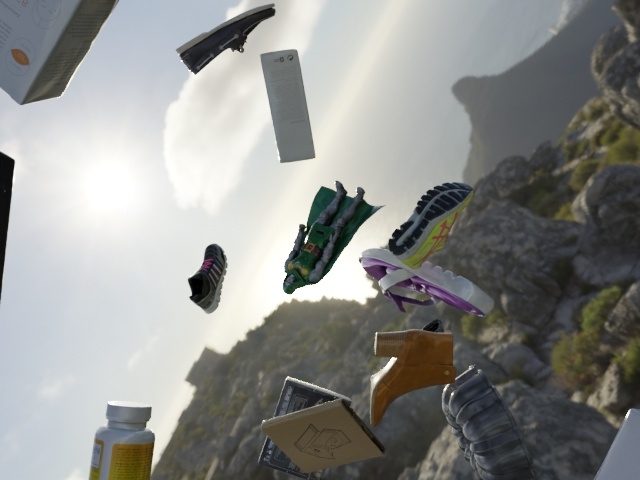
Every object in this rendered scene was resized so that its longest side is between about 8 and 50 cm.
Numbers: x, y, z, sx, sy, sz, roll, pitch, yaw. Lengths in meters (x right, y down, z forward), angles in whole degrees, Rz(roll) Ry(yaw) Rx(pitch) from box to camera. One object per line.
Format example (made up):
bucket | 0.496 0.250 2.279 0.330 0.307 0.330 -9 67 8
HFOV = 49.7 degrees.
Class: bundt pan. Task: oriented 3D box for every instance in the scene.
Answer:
bundt pan | 0.422 0.500 1.811 0.124 0.331 0.331 -24 2 -4

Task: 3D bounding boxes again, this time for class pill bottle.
pill bottle | -0.387 0.425 1.349 0.117 0.118 0.208 140 136 -79

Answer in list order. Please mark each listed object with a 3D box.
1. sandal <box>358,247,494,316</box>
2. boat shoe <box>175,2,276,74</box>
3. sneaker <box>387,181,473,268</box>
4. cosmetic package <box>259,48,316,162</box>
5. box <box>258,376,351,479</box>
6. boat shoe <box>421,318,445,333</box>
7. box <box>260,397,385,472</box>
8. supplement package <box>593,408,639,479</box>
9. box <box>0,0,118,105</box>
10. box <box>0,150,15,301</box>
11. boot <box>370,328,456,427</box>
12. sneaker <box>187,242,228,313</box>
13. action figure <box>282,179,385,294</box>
sandal | 0.194 0.103 1.500 0.102 0.169 0.416 -58 27 -10
boat shoe | -0.169 -0.381 1.305 0.206 0.065 0.075 -26 19 4
sneaker | 0.223 -0.028 1.358 0.208 0.094 0.081 -43 41 -6
cosmetic package | -0.069 -0.289 1.483 0.117 0.085 0.231 -99 0 -75
box | -0.040 0.495 1.801 0.056 0.183 0.231 115 173 -86
boat shoe | 0.292 0.304 1.938 0.183 0.065 0.083 -48 -49 -35
box | 0.005 0.397 1.389 0.201 0.164 0.021 -24 28 28
supplement package | 0.590 0.409 1.029 0.293 0.177 0.175 41 114 59
box | -0.333 -0.266 0.799 0.170 0.130 0.091 -50 3 21
box | -0.809 -0.015 1.384 0.179 0.312 0.343 41 -137 -63
boot | 0.236 0.362 1.766 0.104 0.211 0.295 -84 -2 -67
sneaker | -0.262 0.078 1.580 0.063 0.075 0.170 -12 61 34
action figure | 0.000 0.000 1.210 0.232 0.137 0.063 -59 -34 -23
